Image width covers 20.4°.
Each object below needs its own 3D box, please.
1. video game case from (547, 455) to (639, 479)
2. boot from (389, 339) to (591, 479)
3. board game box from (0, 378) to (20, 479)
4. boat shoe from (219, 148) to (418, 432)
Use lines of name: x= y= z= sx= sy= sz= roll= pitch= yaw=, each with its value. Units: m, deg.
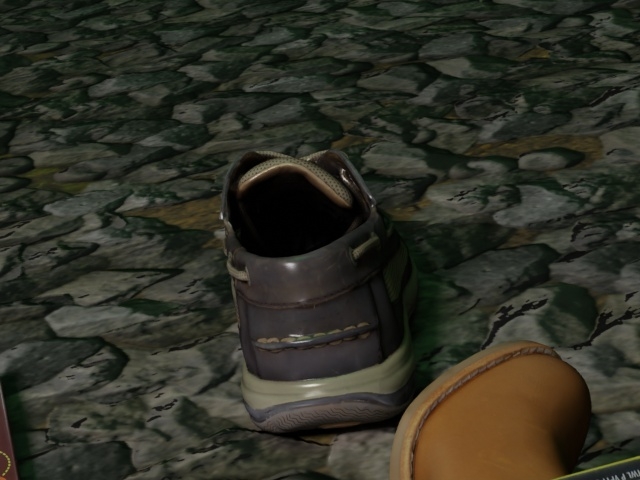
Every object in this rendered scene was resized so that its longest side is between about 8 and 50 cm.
video game case: x=0.063 y=0.195 z=0.586 sx=0.248 sy=0.035 sz=0.275 roll=-15 pitch=38 yaw=0
boot: x=0.120 y=0.142 z=0.747 sx=0.220 sy=0.109 sz=0.283 roll=3 pitch=25 yaw=32
board game box: x=-0.247 y=0.140 z=1.029 sx=0.145 sy=0.027 sz=0.281 roll=-11 pitch=19 yaw=-11
boat shoe: x=0.000 y=0.000 z=1.166 sx=0.132 sy=0.130 sz=0.355 roll=-9 pitch=20 yaw=-3
